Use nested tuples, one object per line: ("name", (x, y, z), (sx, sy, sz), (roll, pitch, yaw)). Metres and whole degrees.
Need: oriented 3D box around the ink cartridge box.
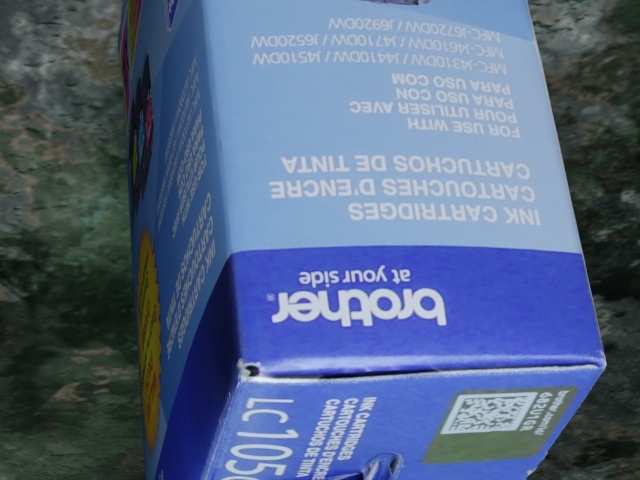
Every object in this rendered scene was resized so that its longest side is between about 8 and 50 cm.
("ink cartridge box", (0.000, 0.000, 0.791), (0.151, 0.395, 0.270), (-1, 149, -13))
